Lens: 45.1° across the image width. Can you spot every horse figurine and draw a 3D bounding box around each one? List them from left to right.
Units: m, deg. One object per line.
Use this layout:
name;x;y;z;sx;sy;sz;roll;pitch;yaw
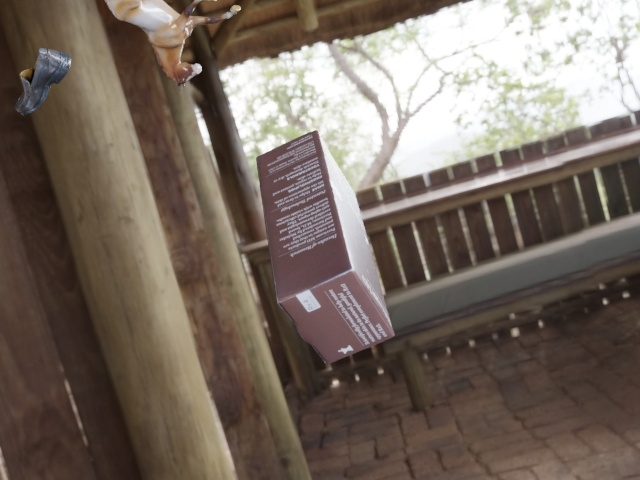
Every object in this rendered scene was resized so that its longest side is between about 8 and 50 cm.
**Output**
horse figurine;-0.254;-0.363;1.182;0.174;0.066;0.263;-26;-45;34

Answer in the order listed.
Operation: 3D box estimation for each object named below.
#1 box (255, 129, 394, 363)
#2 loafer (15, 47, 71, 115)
box;0.000;0.000;1.350;0.143;0.191;0.381;-23;43;12
loafer;-0.546;-0.307;1.474;0.061;0.062;0.170;22;-52;-40
